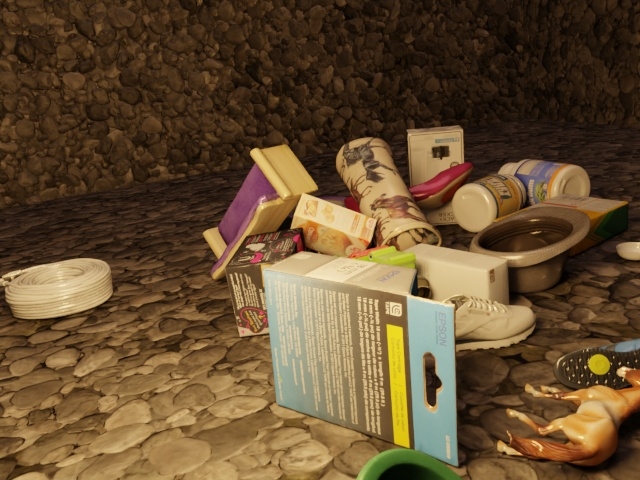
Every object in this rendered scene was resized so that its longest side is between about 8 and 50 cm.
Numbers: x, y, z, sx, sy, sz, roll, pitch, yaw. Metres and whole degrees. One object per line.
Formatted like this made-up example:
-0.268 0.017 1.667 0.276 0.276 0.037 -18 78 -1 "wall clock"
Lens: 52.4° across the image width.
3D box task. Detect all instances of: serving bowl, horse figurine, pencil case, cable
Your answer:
0.743 0.029 1.536 0.083 0.027 0.083 -6 17 2 "serving bowl"
0.354 0.246 0.898 0.174 0.066 0.263 0 15 39 "horse figurine"
0.168 -0.104 1.689 0.160 0.183 0.410 -28 46 6 "pencil case"
-0.658 0.122 1.648 0.257 0.089 0.257 -17 21 -35 "cable"

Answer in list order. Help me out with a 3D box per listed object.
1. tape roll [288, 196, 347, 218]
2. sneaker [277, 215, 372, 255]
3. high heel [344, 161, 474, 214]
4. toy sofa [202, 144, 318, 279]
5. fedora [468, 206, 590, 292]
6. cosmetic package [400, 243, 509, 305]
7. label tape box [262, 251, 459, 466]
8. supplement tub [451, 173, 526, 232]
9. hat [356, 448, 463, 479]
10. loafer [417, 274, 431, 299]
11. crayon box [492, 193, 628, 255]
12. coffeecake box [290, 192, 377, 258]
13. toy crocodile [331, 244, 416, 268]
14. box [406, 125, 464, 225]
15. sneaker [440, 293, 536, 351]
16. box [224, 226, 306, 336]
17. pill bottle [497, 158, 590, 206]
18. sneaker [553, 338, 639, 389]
-0.012 -0.063 2.019 0.275 0.090 0.275 -6 16 2 "tape roll"
0.000 0.000 1.801 0.330 0.122 0.146 9 5 44 "sneaker"
0.257 -0.155 1.874 0.377 0.127 0.181 -34 68 -14 "high heel"
-0.181 -0.065 1.635 0.177 0.150 0.362 -19 -22 -41 "toy sofa"
0.470 0.032 1.457 0.275 0.124 0.244 -27 23 -31 "fedora"
0.278 0.085 1.372 0.085 0.117 0.231 -22 24 -39 "cosmetic package"
0.076 0.162 0.976 0.334 0.240 0.106 8 20 38 "label tape box"
0.495 -0.114 1.902 0.200 0.144 0.144 -21 22 -40 "supplement tub"
0.064 0.349 0.733 0.208 0.183 0.173 41 39 8 "hat"
0.139 0.148 1.293 0.251 0.094 0.087 -24 52 -34 "loafer"
0.633 -0.041 1.715 0.323 0.083 0.203 -17 20 -35 "crayon box"
0.025 -0.024 1.557 0.185 0.142 0.068 20 63 -1 "coffeecake box"
0.100 0.062 1.441 0.115 0.105 0.340 -14 -5 -21 "toy crocodile"
0.351 -0.193 1.971 0.169 0.290 0.087 -3 18 5 "box"
0.292 0.144 1.208 0.235 0.094 0.090 -8 15 -12 "sneaker"
-0.107 0.086 1.428 0.142 0.163 0.247 -8 16 8 "box"
0.679 -0.172 2.017 0.152 0.152 0.272 -14 18 -24 "pill bottle"
0.474 0.197 1.037 0.209 0.069 0.082 -12 -12 4 "sneaker"
